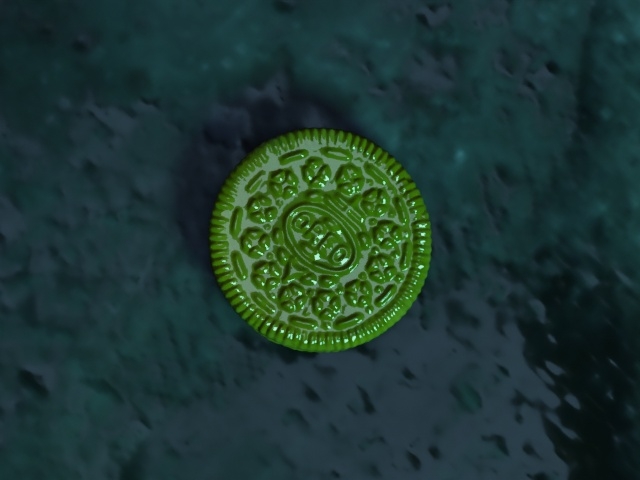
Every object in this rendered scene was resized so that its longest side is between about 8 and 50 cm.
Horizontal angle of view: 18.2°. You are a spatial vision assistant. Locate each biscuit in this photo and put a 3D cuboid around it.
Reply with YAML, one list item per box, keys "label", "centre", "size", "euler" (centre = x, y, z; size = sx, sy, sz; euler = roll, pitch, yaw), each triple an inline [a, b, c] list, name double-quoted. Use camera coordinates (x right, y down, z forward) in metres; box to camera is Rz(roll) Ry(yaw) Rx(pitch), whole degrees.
- label: "biscuit"
  centre: [0.000, 0.000, 0.742]
  size: [0.084, 0.023, 0.084]
  euler: [0, 87, 0]
